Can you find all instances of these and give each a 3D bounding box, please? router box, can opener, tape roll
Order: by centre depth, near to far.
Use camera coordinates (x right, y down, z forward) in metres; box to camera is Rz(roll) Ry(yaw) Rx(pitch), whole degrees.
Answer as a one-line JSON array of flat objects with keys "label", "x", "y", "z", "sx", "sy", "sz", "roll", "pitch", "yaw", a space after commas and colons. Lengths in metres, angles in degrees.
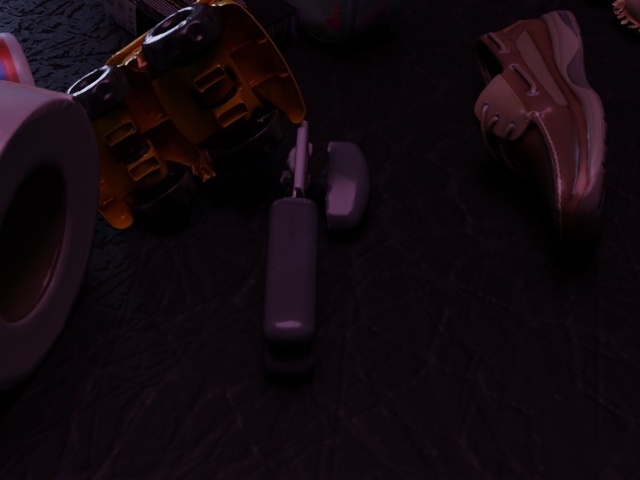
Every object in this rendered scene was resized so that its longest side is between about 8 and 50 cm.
[{"label": "tape roll", "x": -0.305, "y": -0.014, "z": 1.164, "sx": 0.169, "sy": 0.246, "sz": 0.246, "roll": 12, "pitch": 44, "yaw": 13}, {"label": "can opener", "x": 0.000, "y": 0.000, "z": 1.282, "sx": 0.095, "sy": 0.076, "sz": 0.283, "roll": 1, "pitch": 43, "yaw": 0}, {"label": "router box", "x": -0.132, "y": -0.250, "z": 1.572, "sx": 0.133, "sy": 0.046, "sz": 0.179, "roll": -31, "pitch": 52, "yaw": -31}]

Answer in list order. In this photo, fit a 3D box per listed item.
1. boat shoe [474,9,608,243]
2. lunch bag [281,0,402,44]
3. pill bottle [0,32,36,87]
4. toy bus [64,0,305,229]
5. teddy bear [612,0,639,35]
[{"label": "boat shoe", "x": 0.207, "y": -0.107, "z": 1.385, "sx": 0.117, "sy": 0.123, "sz": 0.324, "roll": -5, "pitch": 36, "yaw": 3}, {"label": "lunch bag", "x": -0.027, "y": -0.362, "z": 1.567, "sx": 0.108, "sy": 0.224, "sz": 0.279, "roll": -29, "pitch": 51, "yaw": -30}, {"label": "pill bottle", "x": -0.384, "y": -0.115, "z": 1.359, "sx": 0.222, "sy": 0.124, "sz": 0.124, "roll": -16, "pitch": 45, "yaw": -19}, {"label": "toy bus", "x": -0.151, "y": -0.140, "z": 1.380, "sx": 0.220, "sy": 0.149, "sz": 0.211, "roll": -33, "pitch": 27, "yaw": -1}, {"label": "teddy bear", "x": 0.462, "y": -0.326, "z": 1.647, "sx": 0.338, "sy": 0.113, "sz": 0.245, "roll": -35, "pitch": 46, "yaw": -24}]
